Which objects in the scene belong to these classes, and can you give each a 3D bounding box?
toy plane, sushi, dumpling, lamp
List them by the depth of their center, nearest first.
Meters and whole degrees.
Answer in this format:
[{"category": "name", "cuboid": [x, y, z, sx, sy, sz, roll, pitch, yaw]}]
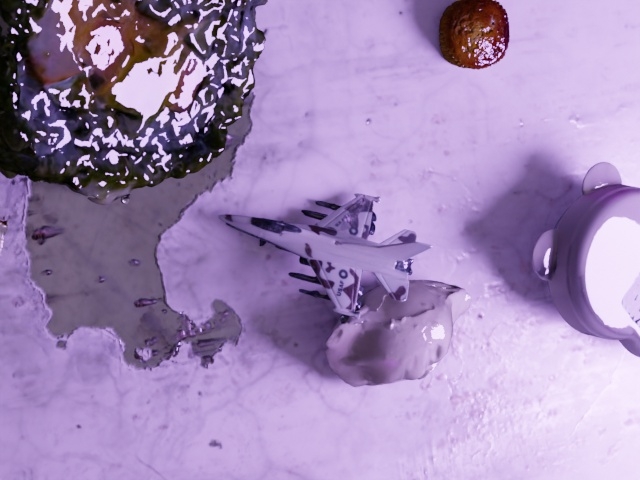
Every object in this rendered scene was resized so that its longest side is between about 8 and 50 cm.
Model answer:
[{"category": "sushi", "cuboid": [-0.222, -0.190, 1.497, 0.352, 0.178, 0.294, 1, 106, -49]}, {"category": "toy plane", "cuboid": [0.005, 0.009, 1.699, 0.234, 0.082, 0.160, 8, 59, 5]}, {"category": "dumpling", "cuboid": [0.090, 0.112, 1.730, 0.188, 0.108, 0.127, -18, 123, -27]}, {"category": "lamp", "cuboid": [0.349, 0.038, 1.798, 0.246, 0.108, 0.179, 45, 77, -23]}]

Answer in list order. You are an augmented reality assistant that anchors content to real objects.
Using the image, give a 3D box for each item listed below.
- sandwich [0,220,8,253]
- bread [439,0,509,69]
[{"category": "sandwich", "cuboid": [-0.422, -0.013, 1.594, 0.163, 0.113, 0.079, 17, 88, -53]}, {"category": "bread", "cuboid": [0.176, -0.234, 1.746, 0.085, 0.053, 0.085, -2, 95, -18]}]
